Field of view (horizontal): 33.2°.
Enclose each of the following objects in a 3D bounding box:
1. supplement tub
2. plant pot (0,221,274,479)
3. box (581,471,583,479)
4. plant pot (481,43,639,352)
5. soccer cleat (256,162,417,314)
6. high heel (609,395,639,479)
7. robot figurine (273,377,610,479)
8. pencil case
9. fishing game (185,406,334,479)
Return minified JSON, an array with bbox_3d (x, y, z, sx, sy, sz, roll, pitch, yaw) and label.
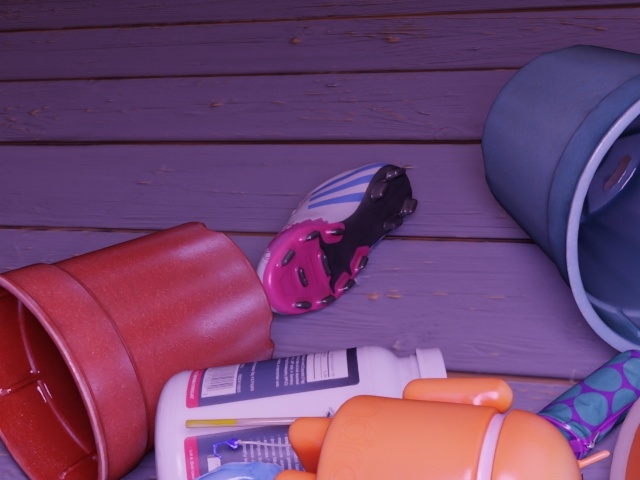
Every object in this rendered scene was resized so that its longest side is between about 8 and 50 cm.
[{"bbox_3d":[-0.008,0.203,1.029,0.272,0.191,0.191,-8,32,3],"label":"supplement tub"},{"bbox_3d":[-0.212,0.114,1.190,0.272,0.273,0.265,22,35,41],"label":"plant pot"},{"bbox_3d":[0.112,0.294,0.839,0.167,0.203,0.168,4,34,22],"label":"box"},{"bbox_3d":[0.372,-0.080,1.280,0.341,0.341,0.334,-16,24,-9],"label":"plant pot"},{"bbox_3d":[0.000,0.000,1.454,0.143,0.116,0.331,-3,26,42],"label":"soccer cleat"},{"bbox_3d":[0.424,0.178,1.083,0.377,0.181,0.127,-46,47,-14],"label":"high heel"},{"bbox_3d":[0.080,0.174,0.729,0.219,0.128,0.158,2,13,20],"label":"robot figurine"},{"bbox_3d":[0.292,0.173,1.116,0.151,0.065,0.070,-29,34,-29],"label":"pencil case"},{"bbox_3d":[-0.055,0.281,0.918,0.189,0.264,0.041,-6,-8,2],"label":"fishing game"}]
